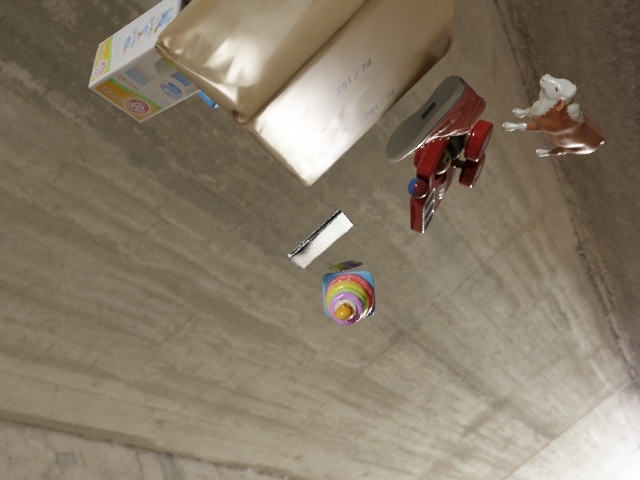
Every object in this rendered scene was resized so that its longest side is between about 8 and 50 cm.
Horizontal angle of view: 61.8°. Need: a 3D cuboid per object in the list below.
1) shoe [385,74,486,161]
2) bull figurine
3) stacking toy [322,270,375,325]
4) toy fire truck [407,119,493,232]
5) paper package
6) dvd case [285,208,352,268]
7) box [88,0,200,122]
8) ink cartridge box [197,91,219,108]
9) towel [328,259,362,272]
[{"bbox_3d":[0.194,-0.188,0.904,0.081,0.178,0.063,24,-147,-32],"label":"shoe"},{"bbox_3d":[0.577,-0.293,1.318,0.310,0.101,0.188,26,167,-39],"label":"bull figurine"},{"bbox_3d":[0.083,0.201,1.667,0.302,0.175,0.165,-51,-43,-81],"label":"stacking toy"},{"bbox_3d":[0.297,-0.178,1.343,0.169,0.254,0.302,24,161,19],"label":"toy fire truck"},{"bbox_3d":[0.007,-0.261,0.710,0.168,0.325,0.309,45,-177,15],"label":"paper package"},{"bbox_3d":[0.000,0.000,1.696,0.018,0.221,0.164,50,-177,20],"label":"dvd case"},{"bbox_3d":[-0.271,-0.300,0.895,0.114,0.203,0.103,36,-135,-49],"label":"box"},{"bbox_3d":[-0.136,-0.532,1.320,0.166,0.395,0.285,49,-147,10],"label":"ink cartridge box"},{"bbox_3d":[0.070,0.072,1.497,0.060,0.083,0.009,9,112,52],"label":"towel"}]
